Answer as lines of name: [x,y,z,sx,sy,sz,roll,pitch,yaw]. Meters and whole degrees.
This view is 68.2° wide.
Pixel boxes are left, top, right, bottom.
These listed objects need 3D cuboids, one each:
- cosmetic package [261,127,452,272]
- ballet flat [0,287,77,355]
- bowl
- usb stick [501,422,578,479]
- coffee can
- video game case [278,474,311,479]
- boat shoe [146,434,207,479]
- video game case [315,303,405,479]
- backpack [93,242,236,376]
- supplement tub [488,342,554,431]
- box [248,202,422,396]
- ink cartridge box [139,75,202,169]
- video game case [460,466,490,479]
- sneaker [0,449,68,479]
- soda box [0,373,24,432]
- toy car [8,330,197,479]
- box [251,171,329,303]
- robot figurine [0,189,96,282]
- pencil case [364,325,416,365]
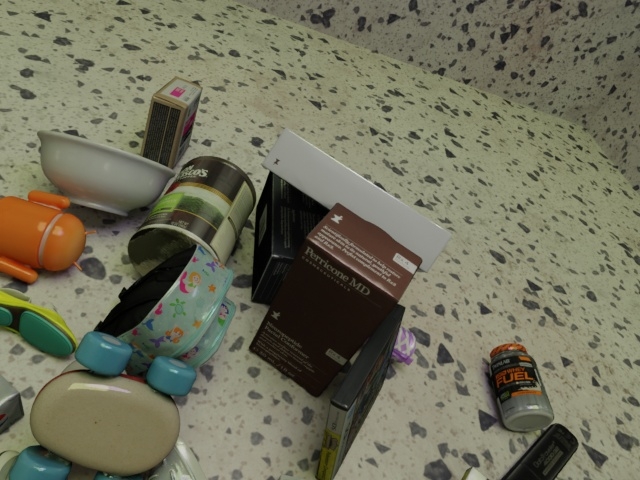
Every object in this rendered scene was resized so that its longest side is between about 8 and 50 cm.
cosmetic package: [0.079,-0.077,1.018,0.377,0.097,0.284,34,6,4]
ballet flat: [-0.543,0.136,0.872,0.231,0.077,0.077,23,25,-3]
bowl: [-0.496,-0.136,1.076,0.298,0.298,0.134,15,87,-14]
usb stick: [0.502,0.508,1.074,0.278,0.045,0.077,-18,51,-39]
coffee can: [-0.281,-0.038,1.085,0.202,0.201,0.275,22,42,-7]
video game case: [0.015,0.513,0.806,0.202,0.023,0.183,17,37,-9]
boat shoe: [-0.238,0.396,0.762,0.081,0.079,0.227,-21,63,-46]
video game case: [0.081,0.291,0.913,0.035,0.248,0.275,22,39,20]
backpack: [-0.272,0.133,0.883,0.191,0.253,0.225,40,37,-17]
supplement tub: [0.486,0.357,1.162,0.117,0.117,0.190,15,42,-14]
box: [0.014,0.133,0.933,0.191,0.381,0.143,34,41,7]
ink cartridge box: [-0.399,-0.313,1.272,0.088,0.193,0.234,19,28,-11]
video game case: [0.320,0.575,0.852,0.232,0.041,0.210,36,58,19]
sneaker: [-0.411,0.409,0.655,0.132,0.086,0.228,12,42,-20]
soda box: [-0.612,0.201,0.749,0.286,0.091,0.098,37,42,11]
toy car: [-0.347,0.260,0.770,0.210,0.238,0.219,29,81,-25]
box: [0.000,0.000,1.215,0.313,0.179,0.343,13,44,-16]
robot figurine: [-0.580,-0.010,0.956,0.220,0.128,0.158,18,36,-10]
pencil case: [0.127,0.215,1.115,0.206,0.086,0.088,27,19,-14]
